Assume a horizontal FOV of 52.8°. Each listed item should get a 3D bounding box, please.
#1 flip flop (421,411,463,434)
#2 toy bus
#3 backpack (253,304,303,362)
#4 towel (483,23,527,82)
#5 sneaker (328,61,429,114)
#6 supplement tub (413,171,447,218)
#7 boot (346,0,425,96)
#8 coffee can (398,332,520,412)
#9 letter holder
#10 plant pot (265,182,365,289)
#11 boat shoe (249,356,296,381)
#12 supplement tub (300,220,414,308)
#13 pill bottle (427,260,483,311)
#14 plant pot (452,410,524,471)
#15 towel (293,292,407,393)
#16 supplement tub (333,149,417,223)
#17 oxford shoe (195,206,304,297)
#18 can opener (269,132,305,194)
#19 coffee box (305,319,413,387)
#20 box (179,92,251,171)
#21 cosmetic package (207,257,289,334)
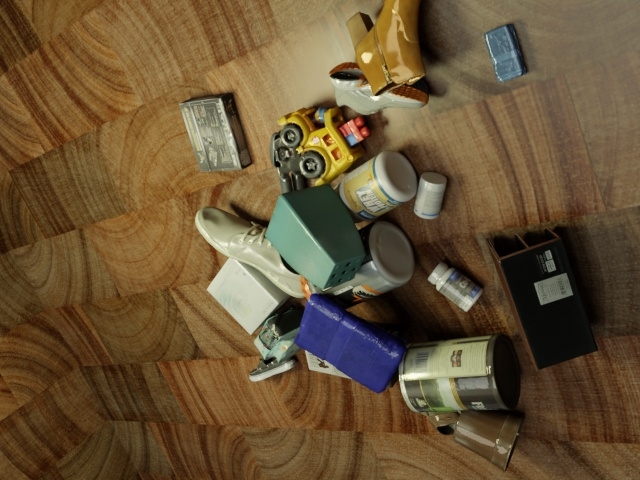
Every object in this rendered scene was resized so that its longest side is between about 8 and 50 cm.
[{"bbox_3d":[0.399,0.566,1.991,0.277,0.080,0.112,35,131,14],"label":"flip flop"},{"bbox_3d":[0.024,-0.285,1.732,0.211,0.149,0.220,-32,92,30],"label":"toy bus"},{"bbox_3d":[-0.129,0.325,2.174,0.144,0.166,0.188,55,136,9],"label":"backpack"},{"bbox_3d":[0.411,-0.417,1.439,0.067,0.029,0.119,-10,110,39],"label":"towel"},{"bbox_3d":[0.150,-0.367,1.630,0.263,0.099,0.121,20,147,22],"label":"sneaker"},{"bbox_3d":[0.286,-0.116,1.679,0.071,0.071,0.107,24,128,23],"label":"supplement tub"},{"bbox_3d":[0.201,-0.477,1.469,0.295,0.104,0.211,-30,81,39],"label":"boot"},{"bbox_3d":[0.385,0.370,1.786,0.276,0.201,0.201,-12,108,34],"label":"coffee can"},{"bbox_3d":[0.540,0.125,1.604,0.152,0.214,0.301,-21,104,9],"label":"letter holder"},{"bbox_3d":[0.000,0.000,1.689,0.234,0.166,0.165,52,140,27],"label":"plant pot"},{"bbox_3d":[-0.187,0.452,2.353,0.229,0.080,0.076,-26,93,41],"label":"boat shoe"},{"bbox_3d":[0.097,0.083,1.850,0.316,0.194,0.193,-29,97,43],"label":"supplement tub"},{"bbox_3d":[0.366,0.123,1.756,0.137,0.078,0.078,38,132,11],"label":"pill bottle"},{"bbox_3d":[0.482,0.554,1.864,0.165,0.167,0.166,20,126,25],"label":"plant pot"},{"bbox_3d":[0.083,0.287,1.832,0.308,0.076,0.227,31,136,11],"label":"towel"},{"bbox_3d":[0.143,-0.137,1.719,0.200,0.144,0.144,-29,97,43],"label":"supplement tub"},{"bbox_3d":[-0.190,0.011,2.036,0.450,0.169,0.130,33,136,6],"label":"oxford shoe"},{"bbox_3d":[-0.094,-0.184,1.930,0.095,0.076,0.283,40,143,56],"label":"can opener"},{"bbox_3d":[0.120,0.336,2.000,0.297,0.168,0.118,5,118,33],"label":"coffee box"},{"bbox_3d":[-0.326,-0.331,2.005,0.183,0.056,0.230,2,116,36],"label":"box"},{"bbox_3d":[-0.227,0.157,2.167,0.225,0.138,0.224,44,133,4],"label":"cosmetic package"}]
